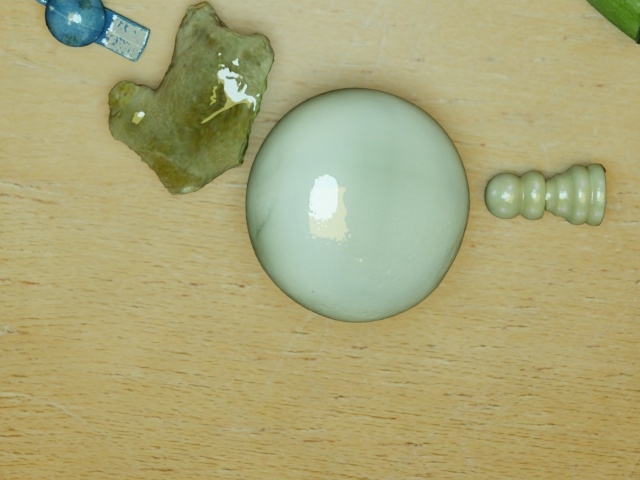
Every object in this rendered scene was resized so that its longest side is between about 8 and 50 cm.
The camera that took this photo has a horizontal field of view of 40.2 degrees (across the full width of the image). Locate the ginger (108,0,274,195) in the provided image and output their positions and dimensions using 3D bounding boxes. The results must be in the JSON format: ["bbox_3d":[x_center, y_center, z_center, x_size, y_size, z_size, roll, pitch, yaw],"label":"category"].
[{"bbox_3d":[-0.182,-0.194,1.222,0.221,0.130,0.276,12,103,4],"label":"ginger"}]

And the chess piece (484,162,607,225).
[{"bbox_3d":[0.331,-0.070,1.302,0.170,0.094,0.094,2,109,5],"label":"chess piece"}]

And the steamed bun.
[{"bbox_3d":[0.057,-0.046,1.194,0.324,0.206,0.324,-3,99,-21],"label":"steamed bun"}]

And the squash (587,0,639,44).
[{"bbox_3d":[0.422,-0.420,1.212,0.189,0.189,0.260,-43,69,12],"label":"squash"}]

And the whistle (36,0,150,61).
[{"bbox_3d":[-0.319,-0.299,1.203,0.157,0.090,0.090,26,107,-9],"label":"whistle"}]
